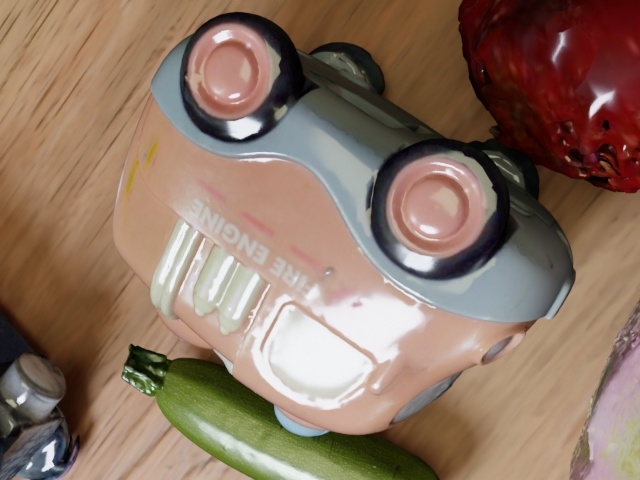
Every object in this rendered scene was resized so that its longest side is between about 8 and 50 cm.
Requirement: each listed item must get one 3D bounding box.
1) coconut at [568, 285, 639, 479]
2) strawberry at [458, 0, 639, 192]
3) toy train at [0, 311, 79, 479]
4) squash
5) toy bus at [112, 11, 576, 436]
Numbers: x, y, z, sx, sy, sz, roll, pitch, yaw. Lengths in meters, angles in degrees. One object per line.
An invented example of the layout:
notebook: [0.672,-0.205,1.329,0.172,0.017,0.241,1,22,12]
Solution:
coconut: [0.254,0.114,0.428,0.233,0.233,0.245,26,101,13]
strawberry: [0.230,-0.125,0.441,0.274,0.274,0.220,-39,111,10]
toy train: [-0.334,0.168,0.621,0.202,0.131,0.300,45,98,13]
squash: [-0.030,0.143,0.576,0.252,0.066,0.066,23,94,14]
toy bus: [0.000,0.000,0.515,0.287,0.194,0.232,36,105,12]
